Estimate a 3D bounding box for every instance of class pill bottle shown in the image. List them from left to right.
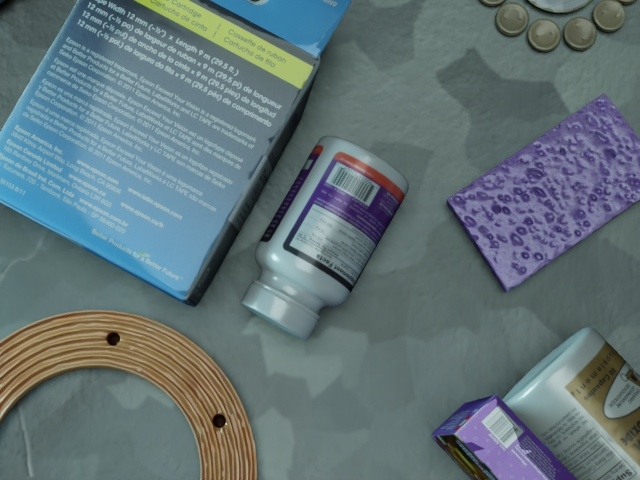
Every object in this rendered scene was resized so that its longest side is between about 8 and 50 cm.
[{"bbox_3d":[0.000,0.000,1.241,0.108,0.108,0.193,30,83,4],"label":"pill bottle"},{"bbox_3d":[0.296,0.209,1.197,0.131,0.131,0.229,-42,84,-6],"label":"pill bottle"}]

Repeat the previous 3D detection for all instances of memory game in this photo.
[{"bbox_3d":[0.260,-0.294,1.336,0.186,0.012,0.186,0,81,1],"label":"memory game"}]

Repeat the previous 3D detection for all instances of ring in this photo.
[{"bbox_3d":[-0.231,0.239,1.243,0.337,0.032,0.336,0,80,0],"label":"ring"}]

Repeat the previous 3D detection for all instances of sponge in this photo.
[{"bbox_3d":[0.249,-0.051,1.288,0.210,0.031,0.117,-34,83,-4],"label":"sponge"}]

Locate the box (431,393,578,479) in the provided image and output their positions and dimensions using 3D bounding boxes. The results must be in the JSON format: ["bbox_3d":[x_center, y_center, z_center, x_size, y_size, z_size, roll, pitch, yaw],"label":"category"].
[{"bbox_3d":[0.233,0.274,1.152,0.057,0.201,0.293,-42,83,-7],"label":"box"}]

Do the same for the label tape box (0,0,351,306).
[{"bbox_3d":[-0.156,-0.141,1.256,0.249,0.115,0.347,28,83,5],"label":"label tape box"}]

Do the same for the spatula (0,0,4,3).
[{"bbox_3d":[-0.323,-0.283,1.298,0.296,0.030,0.084,-31,96,11],"label":"spatula"}]
